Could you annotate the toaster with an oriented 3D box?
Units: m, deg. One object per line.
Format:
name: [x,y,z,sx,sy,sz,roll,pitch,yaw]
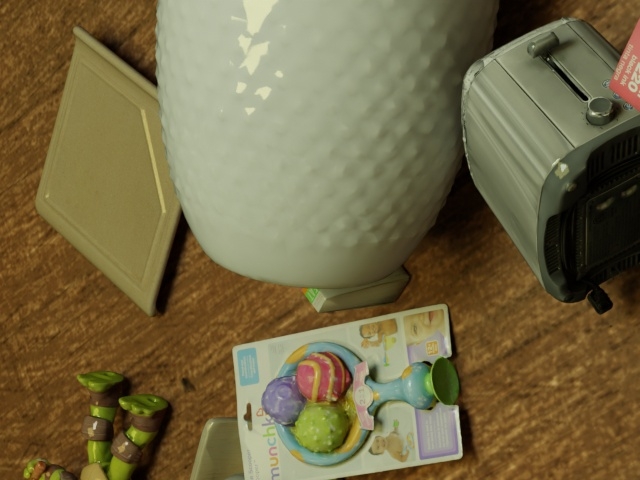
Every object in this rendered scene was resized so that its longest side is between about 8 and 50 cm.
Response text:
toaster: [0.189,-0.060,1.485,0.146,0.129,0.227,57,169,33]

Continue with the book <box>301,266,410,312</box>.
book: [0.000,0.000,1.750,0.144,0.096,0.035,54,133,30]

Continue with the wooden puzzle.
wooden puzzle: [-0.204,-0.072,2.017,0.221,0.044,0.238,39,126,38]

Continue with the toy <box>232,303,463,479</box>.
toy: [0.010,0.140,1.742,0.237,0.056,0.136,-13,76,31]

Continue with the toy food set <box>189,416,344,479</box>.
toy food set: [-0.027,0.330,1.824,0.306,0.092,0.219,35,119,41]

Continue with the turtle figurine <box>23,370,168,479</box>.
turtle figurine: [-0.217,0.259,2.033,0.269,0.087,0.217,31,110,51]

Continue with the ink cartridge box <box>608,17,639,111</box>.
ink cartridge box: [0.329,-0.084,1.327,0.218,0.159,0.092,43,122,37]

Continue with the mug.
mug: [-0.008,-0.156,1.647,0.374,0.276,0.328,-120,34,-68]
